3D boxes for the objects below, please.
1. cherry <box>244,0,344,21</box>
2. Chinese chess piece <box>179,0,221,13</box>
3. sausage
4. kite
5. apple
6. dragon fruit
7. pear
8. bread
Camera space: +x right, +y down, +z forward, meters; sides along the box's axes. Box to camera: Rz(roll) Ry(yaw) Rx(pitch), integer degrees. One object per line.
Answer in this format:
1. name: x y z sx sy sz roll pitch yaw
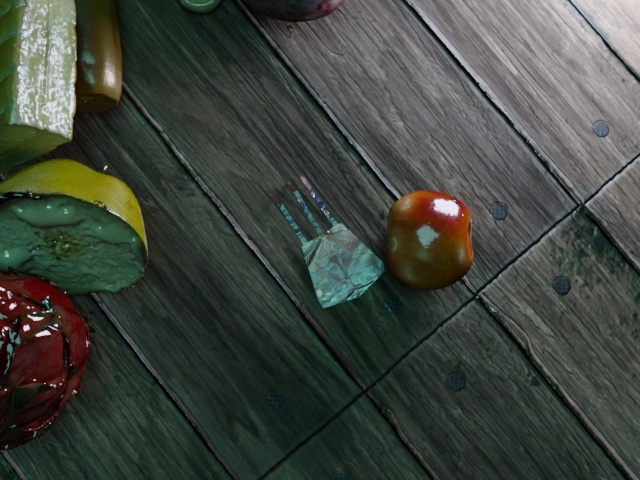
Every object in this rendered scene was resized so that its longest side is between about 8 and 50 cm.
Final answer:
1. cherry: -0.058 -0.485 1.074 0.300 0.203 0.230 19 116 8
2. Chinese chess piece: -0.211 -0.438 1.145 0.084 0.034 0.084 1 82 -6
3. sausage: -0.393 -0.374 1.087 0.112 0.112 0.328 -7 79 -6
4. kite: 0.000 -0.001 1.101 0.127 0.016 0.229 -35 86 -12
5. apple: 0.175 -0.001 1.044 0.139 0.163 0.163 2 81 7
6. dragon fruit: -0.440 0.154 0.904 0.245 0.298 0.244 1 53 -2
7. pear: -0.388 -0.044 1.004 0.267 0.266 0.178 0 49 -5
8. bread: -0.472 -0.239 0.997 0.111 0.246 0.239 12 70 -48
